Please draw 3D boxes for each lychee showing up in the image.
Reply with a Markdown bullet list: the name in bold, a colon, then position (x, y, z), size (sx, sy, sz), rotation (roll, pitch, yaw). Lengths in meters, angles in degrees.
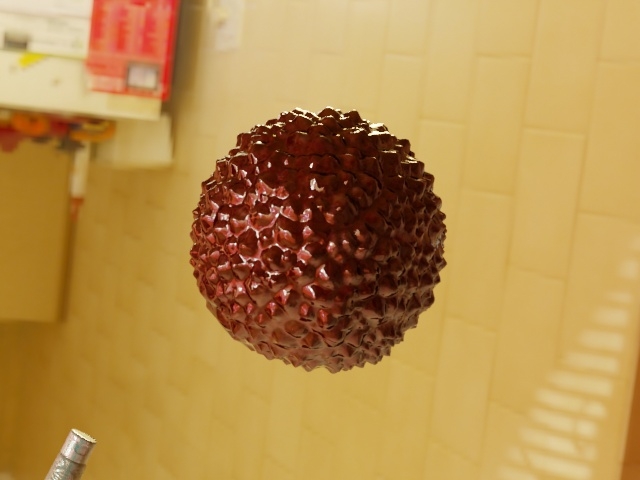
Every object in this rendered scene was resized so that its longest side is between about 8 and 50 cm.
- **lychee**: position (0.000, 0.000, 1.283), size (0.264, 0.264, 0.300), rotation (7, 163, -2)

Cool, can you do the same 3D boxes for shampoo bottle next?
- **shampoo bottle**: position (-0.325, 0.319, 1.564), size (0.041, 0.191, 0.069), rotation (26, 180, 3)
